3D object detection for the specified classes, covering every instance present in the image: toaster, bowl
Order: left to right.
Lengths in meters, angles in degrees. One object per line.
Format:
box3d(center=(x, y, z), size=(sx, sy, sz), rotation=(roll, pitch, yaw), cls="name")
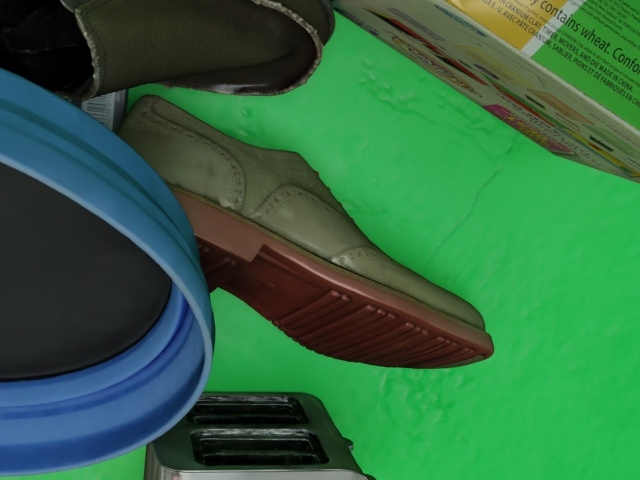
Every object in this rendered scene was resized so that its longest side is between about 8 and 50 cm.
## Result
box3d(center=(-0.259, 0.029, 0.636), size=(0.391, 0.077, 0.391), rotation=(1, 142, 1), cls="bowl")
box3d(center=(-0.059, 0.191, 0.772), size=(0.185, 0.168, 0.110), rotation=(2, 100, -11), cls="toaster")

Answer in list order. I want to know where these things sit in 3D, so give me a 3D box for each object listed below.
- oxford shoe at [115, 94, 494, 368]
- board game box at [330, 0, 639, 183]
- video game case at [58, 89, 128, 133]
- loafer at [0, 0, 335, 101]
box3d(center=(0.000, 0.000, 0.763), size=(0.348, 0.123, 0.130), rotation=(27, 56, -30), cls="oxford shoe")
box3d(center=(0.138, -0.119, 0.654), size=(0.242, 0.316, 0.064), rotation=(30, 96, -15), cls="board game box")
box3d(center=(-0.286, -0.044, 0.751), size=(0.274, 0.026, 0.196), rotation=(5, 102, -10), cls="video game case")
box3d(center=(-0.147, -0.133, 0.642), size=(0.365, 0.134, 0.130), rotation=(5, 62, -35), cls="loafer")
